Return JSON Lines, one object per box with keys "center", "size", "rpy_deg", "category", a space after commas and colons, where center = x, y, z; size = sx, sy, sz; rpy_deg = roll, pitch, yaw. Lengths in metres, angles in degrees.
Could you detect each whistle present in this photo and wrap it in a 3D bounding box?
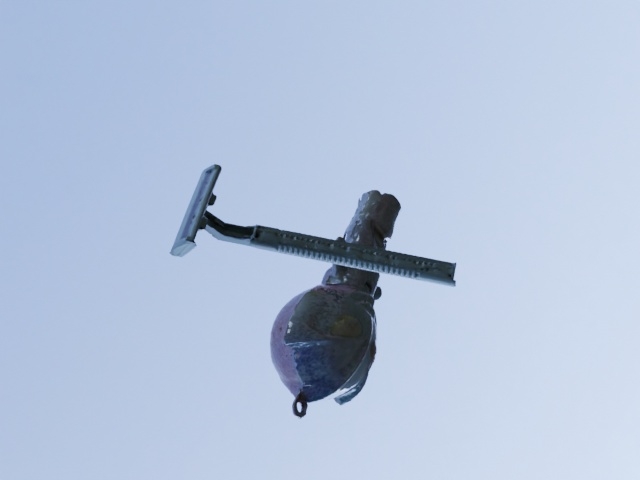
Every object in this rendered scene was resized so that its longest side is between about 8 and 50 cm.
{"center": [0.026, 0.081, 1.470], "size": [0.142, 0.133, 0.346], "rpy_deg": [35, -125, -20], "category": "whistle"}

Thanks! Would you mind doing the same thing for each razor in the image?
{"center": [0.000, 0.005, 0.849], "size": [0.211, 0.036, 0.084], "rpy_deg": [15, -130, 1], "category": "razor"}
